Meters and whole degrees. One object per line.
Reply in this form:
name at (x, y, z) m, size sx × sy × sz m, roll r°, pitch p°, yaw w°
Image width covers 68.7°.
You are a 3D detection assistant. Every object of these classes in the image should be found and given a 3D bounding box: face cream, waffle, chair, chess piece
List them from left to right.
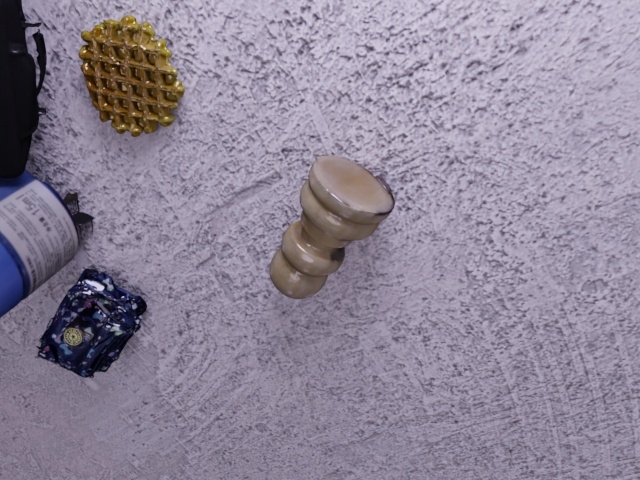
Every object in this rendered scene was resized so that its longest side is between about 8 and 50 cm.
face cream at (-0.610, 0.005, 0.842) m, size 0.249 × 0.225 × 0.248 m, roll 11°, pitch 126°, yaw 16°
chair at (-0.467, -0.047, 0.905) m, size 0.042 × 0.037 × 0.086 m, roll 19°, pitch 125°, yaw 15°
waffle at (-0.306, -0.259, 0.755) m, size 0.191 × 0.038 × 0.190 m, roll 5°, pitch 118°, yaw 9°
chess piece at (0.000, 0.000, 0.786) m, size 0.143 × 0.142 × 0.260 m, roll 28°, pitch 124°, yaw -4°

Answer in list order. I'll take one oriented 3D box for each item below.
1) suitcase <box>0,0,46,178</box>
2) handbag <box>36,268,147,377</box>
suitcase at (-0.590, -0.259, 0.671) m, size 0.340 × 0.188 × 0.345 m, roll 2°, pitch 134°, yaw -25°
handbag at (-0.486, 0.187, 0.997) m, size 0.162 × 0.113 × 0.260 m, roll 35°, pitch 112°, yaw -16°
